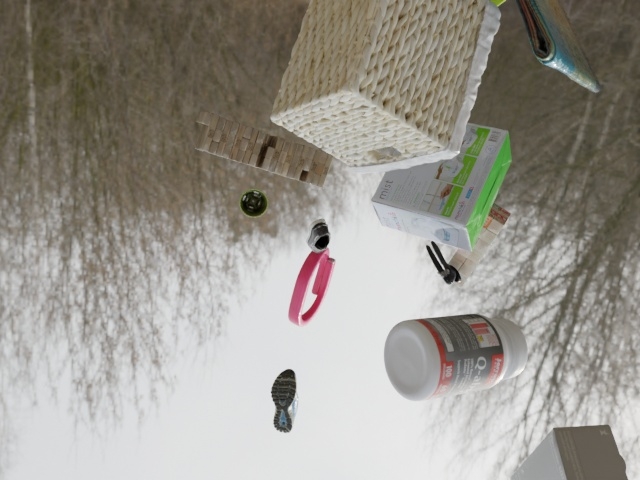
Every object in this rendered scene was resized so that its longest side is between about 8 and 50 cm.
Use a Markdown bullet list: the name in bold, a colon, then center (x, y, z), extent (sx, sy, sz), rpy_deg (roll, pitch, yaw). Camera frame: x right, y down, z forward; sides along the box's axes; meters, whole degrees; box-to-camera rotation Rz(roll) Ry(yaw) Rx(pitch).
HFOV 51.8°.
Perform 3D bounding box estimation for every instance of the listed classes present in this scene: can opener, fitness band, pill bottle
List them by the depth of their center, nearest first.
- **pill bottle**: center (0.370, 0.305, 1.772), extent (0.363, 0.210, 0.210), rpy_deg (-1, -163, -32)
- **fitness band**: center (-0.028, 0.153, 2.194), extent (0.054, 0.290, 0.209), rpy_deg (23, -153, 17)
- **can opener**: center (0.426, 0.081, 2.339), extent (0.073, 0.059, 0.186), rpy_deg (27, -154, -54)

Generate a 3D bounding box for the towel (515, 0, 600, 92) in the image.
- **towel**: center (0.463, -0.443, 1.336), extent (0.040, 0.271, 0.370), rpy_deg (-26, 166, 32)

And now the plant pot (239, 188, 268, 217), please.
- **plant pot**: center (-0.195, -0.112, 1.923), extent (0.083, 0.083, 0.079), rpy_deg (6, -173, -7)

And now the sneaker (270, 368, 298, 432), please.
- **sneaker**: center (-0.085, 0.387, 1.621), extent (0.063, 0.162, 0.073), rpy_deg (9, -164, 11)

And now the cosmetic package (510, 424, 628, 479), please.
- **cosmetic package**: center (0.401, 0.404, 1.071), extent (0.107, 0.238, 0.127), rpy_deg (-2, -130, -3)

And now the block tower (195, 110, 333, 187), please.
- **block tower**: center (-0.143, -0.220, 1.615), extent (0.336, 0.097, 0.091), rpy_deg (17, -176, -24)

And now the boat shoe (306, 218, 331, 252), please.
- **boat shoe**: center (0.000, 0.000, 1.350), extent (0.046, 0.125, 0.038), rpy_deg (-18, -115, -15)

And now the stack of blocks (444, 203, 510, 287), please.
- **stack of blocks**: center (0.548, 0.020, 2.343), extent (0.087, 0.297, 0.171), rpy_deg (34, -153, 11)

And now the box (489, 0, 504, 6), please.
- **box**: center (0.448, -0.619, 1.623), extent (0.042, 0.178, 0.109), rpy_deg (51, -166, -17)

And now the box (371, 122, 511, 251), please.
- **box**: center (0.278, -0.139, 1.502), extent (0.231, 0.262, 0.127), rpy_deg (16, 158, 27)

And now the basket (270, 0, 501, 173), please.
- **basket**: center (0.118, -0.341, 1.295), extent (0.266, 0.331, 0.328), rpy_deg (25, 166, -29)
